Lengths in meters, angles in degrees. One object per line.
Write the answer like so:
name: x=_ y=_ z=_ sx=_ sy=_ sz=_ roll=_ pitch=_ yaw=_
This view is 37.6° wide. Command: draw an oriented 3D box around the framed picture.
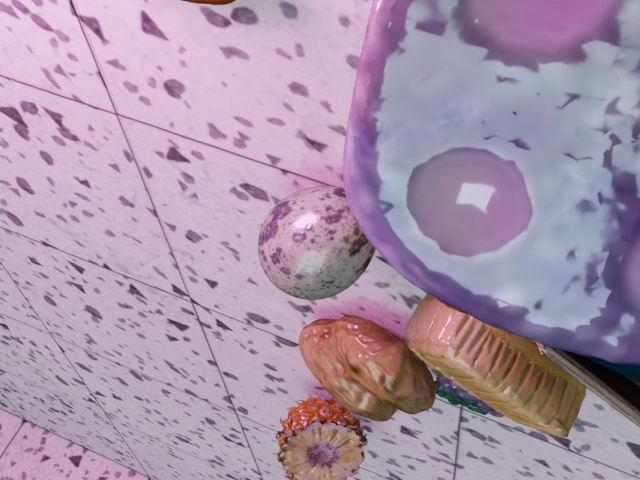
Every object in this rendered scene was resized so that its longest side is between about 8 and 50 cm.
framed picture: x=0.319 y=0.154 z=1.053 sx=0.293 sy=0.018 sz=0.231 roll=36 pitch=-169 yaw=-13

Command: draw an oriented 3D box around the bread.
bread: x=0.224 y=0.145 z=1.170 sx=0.236 sy=0.106 sz=0.140 roll=36 pitch=165 yaw=-18

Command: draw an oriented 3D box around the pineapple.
pineapple: x=-0.002 y=0.342 z=1.707 sx=0.161 sy=0.137 sz=0.176 roll=-34 pitch=117 yaw=13

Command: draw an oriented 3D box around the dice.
dice: x=0.177 y=-0.111 z=0.541 sx=0.271 sy=0.270 sz=0.270 roll=18 pitch=124 yaw=8

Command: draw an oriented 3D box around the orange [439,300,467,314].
orange: x=0.164 y=0.013 z=1.008 sx=0.135 sy=0.117 sz=0.136 roll=14 pitch=126 yaw=20

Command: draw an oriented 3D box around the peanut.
peanut: x=0.070 y=0.188 z=1.389 sx=0.197 sy=0.110 sz=0.233 roll=46 pitch=148 yaw=-14

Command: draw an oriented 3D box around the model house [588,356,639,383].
model house: x=0.355 y=0.087 z=0.969 sx=0.149 sy=0.100 sz=0.127 roll=-2 pitch=139 yaw=41

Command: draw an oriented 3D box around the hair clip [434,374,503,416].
hair clip: x=0.228 y=0.217 z=1.374 sx=0.124 sy=0.052 sz=0.195 roll=32 pitch=159 yaw=-9

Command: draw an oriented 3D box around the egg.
egg: x=0.000 y=0.000 z=1.119 sx=0.132 sy=0.132 sz=0.172 roll=38 pitch=139 yaw=-18

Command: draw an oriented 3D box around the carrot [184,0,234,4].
carrot: x=-0.159 y=-0.263 z=0.927 sx=0.216 sy=0.048 sz=0.048 roll=16 pitch=150 yaw=33
